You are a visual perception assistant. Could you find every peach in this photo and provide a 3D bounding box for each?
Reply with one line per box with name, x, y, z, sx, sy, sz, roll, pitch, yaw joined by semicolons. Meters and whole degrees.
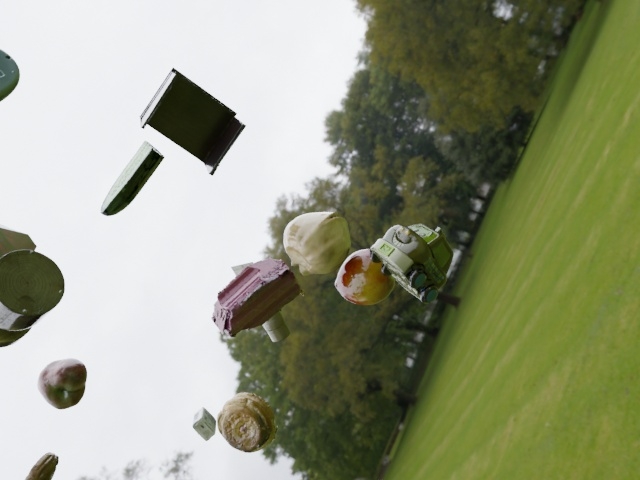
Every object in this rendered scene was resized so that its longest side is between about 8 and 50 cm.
peach;-0.789;0.434;1.925;0.152;0.152;0.152;-62;-10;-20
peach;0.143;0.122;2.018;0.197;0.198;0.197;-62;-10;-20

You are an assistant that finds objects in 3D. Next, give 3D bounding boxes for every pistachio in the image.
pistachio;0.000;0.000;1.899;0.213;0.193;0.318;-55;-11;21

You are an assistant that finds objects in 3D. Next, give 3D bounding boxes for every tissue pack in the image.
tissue pack;-0.308;0.487;1.645;0.042;0.062;0.083;-42;11;-1

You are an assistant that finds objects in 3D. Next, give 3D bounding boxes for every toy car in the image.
toy car;0.280;0.041;1.773;0.198;0.204;0.248;-48;-47;-5

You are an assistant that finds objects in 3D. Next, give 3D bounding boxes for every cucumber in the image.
cucumber;-0.533;-0.166;1.754;0.243;0.063;0.115;-54;31;-7

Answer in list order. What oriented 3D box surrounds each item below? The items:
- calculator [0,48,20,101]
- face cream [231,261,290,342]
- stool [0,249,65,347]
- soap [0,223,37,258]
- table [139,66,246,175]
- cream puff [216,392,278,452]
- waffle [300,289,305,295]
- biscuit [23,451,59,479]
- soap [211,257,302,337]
calculator;-0.849;-0.368;1.437;0.299;0.185;0.041;-40;-5;-37
face cream;-0.229;0.239;2.424;0.137;0.341;0.084;-13;20;44
stool;-0.801;0.155;1.609;0.264;0.179;0.179;-33;15;40
soap;-1.011;0.082;1.806;0.346;0.115;0.208;-59;-35;-39
table;-0.387;-0.363;1.865;0.196;0.251;0.282;-53;22;5
cream puff;-0.214;0.548;1.881;0.129;0.189;0.189;-51;-17;-69
waffle;-0.094;0.178;2.304;0.016;0.078;0.085;-58;-30;-8
biscuit;-0.535;0.506;1.061;0.290;0.041;0.208;-62;-2;-19
soap;-0.208;0.182;1.937;0.289;0.112;0.182;-42;-39;-13
